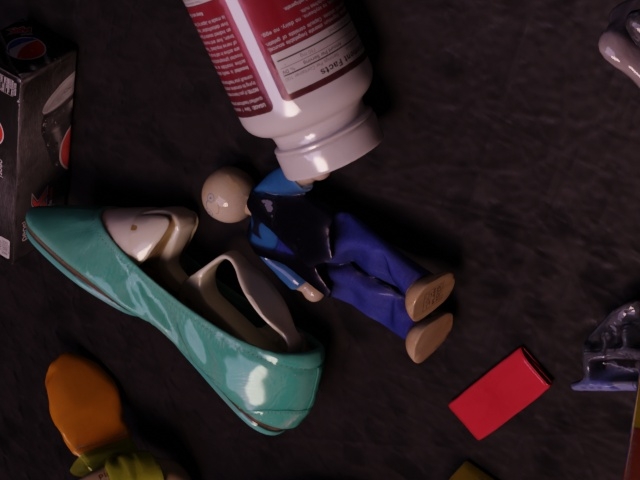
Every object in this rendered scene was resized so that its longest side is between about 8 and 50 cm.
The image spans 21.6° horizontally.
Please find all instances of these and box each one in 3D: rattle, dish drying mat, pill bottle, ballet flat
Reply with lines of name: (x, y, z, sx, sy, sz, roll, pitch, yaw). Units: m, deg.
rattle: (-0.172, 0.207, 1.339, 0.143, 0.130, 0.199, 39, 163, 28)
dish drying mat: (0.114, 0.098, 1.066, 0.032, 0.008, 0.083, 48, 138, 4)
pill bottle: (-0.022, -0.116, 0.980, 0.086, 0.086, 0.152, -10, 110, 43)
ballet flat: (-0.092, 0.028, 1.154, 0.247, 0.083, 0.087, 38, 111, 14)

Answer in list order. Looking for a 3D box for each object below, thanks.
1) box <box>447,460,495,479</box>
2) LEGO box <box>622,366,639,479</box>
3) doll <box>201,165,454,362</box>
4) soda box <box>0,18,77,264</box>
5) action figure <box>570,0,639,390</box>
box: (0.146, 0.237, 1.109, 0.179, 0.043, 0.105, 32, 135, 18)
LEGO box: (0.351, 0.179, 0.605, 0.500, 0.193, 0.372, 8, 143, 11)
doll: (0.000, 0.000, 1.068, 0.189, 0.046, 0.129, 30, 143, 30)
soda box: (-0.215, -0.069, 1.193, 0.053, 0.060, 0.169, 32, 134, 22)
action figure: (0.221, 0.033, 0.819, 0.341, 0.178, 0.330, -14, 98, 44)
